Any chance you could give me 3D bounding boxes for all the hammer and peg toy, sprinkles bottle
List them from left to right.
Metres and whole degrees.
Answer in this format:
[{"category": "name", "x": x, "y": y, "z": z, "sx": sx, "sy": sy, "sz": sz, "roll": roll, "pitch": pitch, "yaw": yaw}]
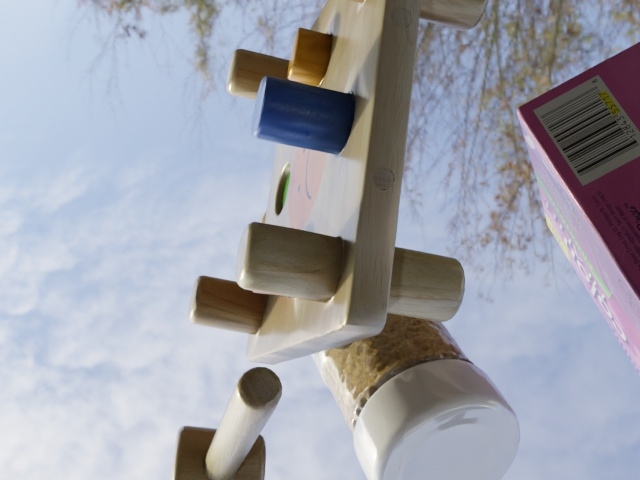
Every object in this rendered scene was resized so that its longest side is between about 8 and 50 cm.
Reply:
[{"category": "hammer and peg toy", "x": 0.000, "y": 0.000, "z": 0.550, "sx": 0.127, "sy": 0.266, "sz": 0.361, "roll": 11, "pitch": -106, "yaw": -14}, {"category": "sprinkles bottle", "x": 0.041, "y": 0.075, "z": 0.771, "sx": 0.121, "sy": 0.121, "sz": 0.355, "roll": -22, "pitch": -144, "yaw": -7}]

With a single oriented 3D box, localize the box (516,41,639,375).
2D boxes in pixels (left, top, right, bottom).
[{"category": "box", "x": 0.287, "y": -0.007, "z": 0.753, "sx": 0.117, "sy": 0.243, "sz": 0.213, "roll": -28, "pitch": -120, "yaw": 8}]
